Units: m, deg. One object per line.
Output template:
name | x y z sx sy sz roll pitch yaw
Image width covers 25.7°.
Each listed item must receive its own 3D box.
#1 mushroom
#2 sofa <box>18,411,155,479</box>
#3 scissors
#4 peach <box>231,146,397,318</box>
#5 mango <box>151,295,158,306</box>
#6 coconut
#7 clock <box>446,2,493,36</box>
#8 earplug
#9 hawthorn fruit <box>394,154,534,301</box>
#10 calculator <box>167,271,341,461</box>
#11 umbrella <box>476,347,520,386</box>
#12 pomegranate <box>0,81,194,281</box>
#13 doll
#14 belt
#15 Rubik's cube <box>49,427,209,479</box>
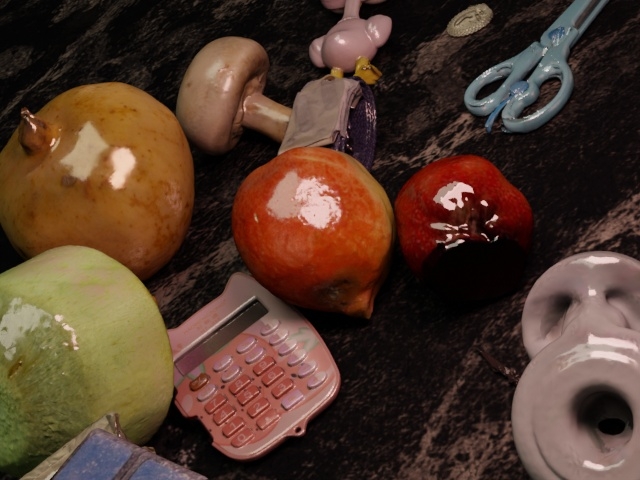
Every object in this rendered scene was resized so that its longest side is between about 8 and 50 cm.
mushroom | -0.128 -0.228 2.331 0.215 0.207 0.207 26 60 12
sofa | -0.302 0.322 1.788 0.210 0.225 0.176 -38 42 -5
scissors | 0.371 -0.307 2.188 0.180 0.032 0.393 19 59 44
peach | 0.000 0.000 1.963 0.232 0.257 0.232 -23 -6 -3
mango | -0.299 0.120 2.138 0.114 0.060 0.080 -24 41 3
coconut | -0.347 0.164 1.924 0.281 0.328 0.328 -57 24 34
clock | 0.250 -0.369 2.354 0.083 0.010 0.074 -31 38 1
earplug | 0.329 0.159 1.612 0.214 0.175 0.325 -9 52 19
hawthorn fruit | 0.187 -0.023 1.902 0.189 0.189 0.251 -30 19 1
calculator | -0.102 0.183 1.957 0.220 0.048 0.329 -36 41 -8
umbrella | 0.233 0.165 1.778 0.022 0.013 0.122 -52 39 8
pomegranate | -0.365 -0.090 2.193 0.342 0.342 0.342 -18 40 16
doll | 0.058 -0.395 2.444 0.160 0.094 0.365 -20 38 26
belt | 0.006 -0.155 2.174 0.126 0.140 0.230 -8 45 25
Rubik's cube | -0.178 0.435 1.520 0.305 0.304 0.301 17 58 42
